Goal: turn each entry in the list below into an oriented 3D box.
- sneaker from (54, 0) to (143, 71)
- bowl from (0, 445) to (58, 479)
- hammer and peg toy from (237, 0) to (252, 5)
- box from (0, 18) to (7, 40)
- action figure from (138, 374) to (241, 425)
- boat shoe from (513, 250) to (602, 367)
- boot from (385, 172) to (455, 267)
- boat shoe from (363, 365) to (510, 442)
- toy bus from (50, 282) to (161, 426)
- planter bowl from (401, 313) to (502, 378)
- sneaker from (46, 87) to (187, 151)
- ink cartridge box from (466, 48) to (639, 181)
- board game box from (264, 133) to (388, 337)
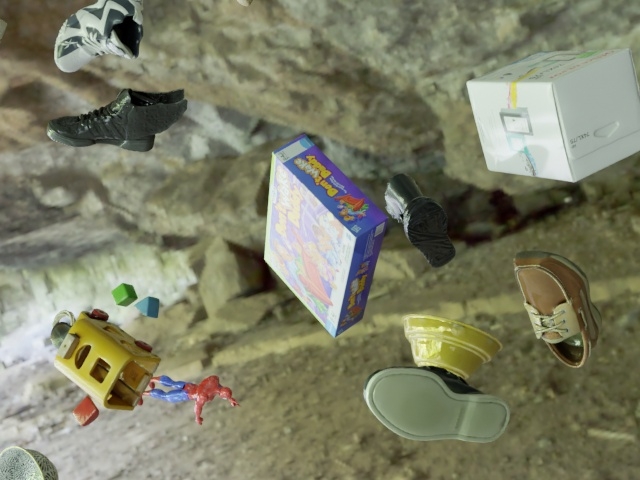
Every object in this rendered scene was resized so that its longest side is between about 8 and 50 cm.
[{"bbox_3d":[-0.432,-0.393,1.886,0.235,0.153,0.094,-37,-41,13],"label":"sneaker"},{"bbox_3d":[-0.627,0.526,2.083,0.170,0.170,0.080,-17,-6,34],"label":"bowl"},{"bbox_3d":[-0.139,-0.630,2.011,0.361,0.266,0.127,3,61,59],"label":"hammer and peg toy"},{"bbox_3d":[-0.703,-0.286,1.711,0.147,0.311,0.121,6,-19,34],"label":"box"},{"bbox_3d":[-0.312,0.393,2.327,0.280,0.139,0.091,-7,36,35],"label":"action figure"},{"bbox_3d":[0.464,0.140,1.842,0.122,0.324,0.120,-6,53,36],"label":"boat shoe"},{"bbox_3d":[0.200,-0.072,2.088,0.094,0.207,0.246,-33,-35,2],"label":"boot"},{"bbox_3d":[0.195,0.288,1.741,0.340,0.127,0.113,13,7,-34],"label":"boat shoe"},{"bbox_3d":[-0.339,0.164,1.407,0.202,0.191,0.104,-20,-20,20],"label":"toy bus"},{"bbox_3d":[0.260,0.233,1.968,0.217,0.090,0.217,16,-17,5],"label":"planter bowl"},{"bbox_3d":[-0.266,-0.165,1.246,0.170,0.051,0.089,5,-51,-23],"label":"sneaker"},{"bbox_3d":[0.458,-0.247,1.849,0.198,0.197,0.270,-25,19,-21],"label":"ink cartridge box"},{"bbox_3d":[0.000,0.000,1.802,0.078,0.233,0.347,-32,-26,-25],"label":"board game box"}]
